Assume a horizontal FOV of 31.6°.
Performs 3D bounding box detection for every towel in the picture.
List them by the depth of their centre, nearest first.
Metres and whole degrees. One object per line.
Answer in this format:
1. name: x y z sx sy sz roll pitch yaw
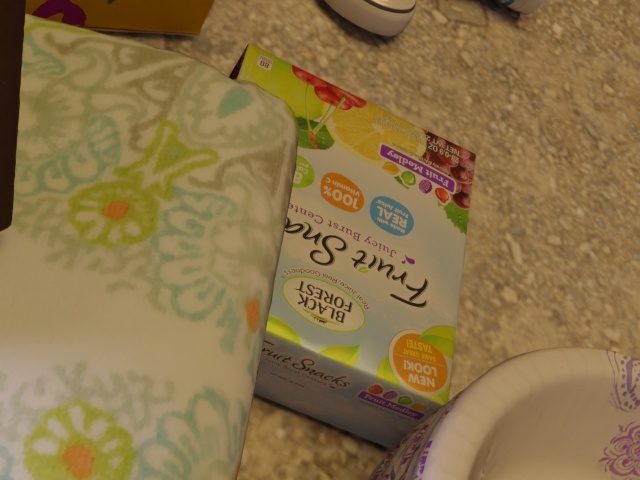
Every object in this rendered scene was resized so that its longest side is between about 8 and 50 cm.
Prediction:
1. towel: -0.207 0.004 0.503 0.374 0.090 0.321 15 50 -7

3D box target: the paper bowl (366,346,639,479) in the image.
1. paper bowl: 0.136 0.208 0.572 0.284 0.148 0.284 16 51 -21

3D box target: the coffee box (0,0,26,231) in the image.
1. coffee box: -0.239 -0.141 0.448 0.118 0.168 0.297 -22 62 -33

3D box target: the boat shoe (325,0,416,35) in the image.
1. boat shoe: 0.027 -0.288 0.912 0.096 0.088 0.268 6 55 -29

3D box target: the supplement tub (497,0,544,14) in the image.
1. supplement tub: 0.150 -0.249 0.973 0.107 0.071 0.071 27 47 -12

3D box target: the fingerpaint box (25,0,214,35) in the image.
1. fingerpaint box: -0.134 -0.420 0.714 0.163 0.371 0.445 -2 58 -31

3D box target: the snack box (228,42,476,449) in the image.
1. snack box: 0.000 0.000 0.695 0.174 0.070 0.207 24 50 -14
